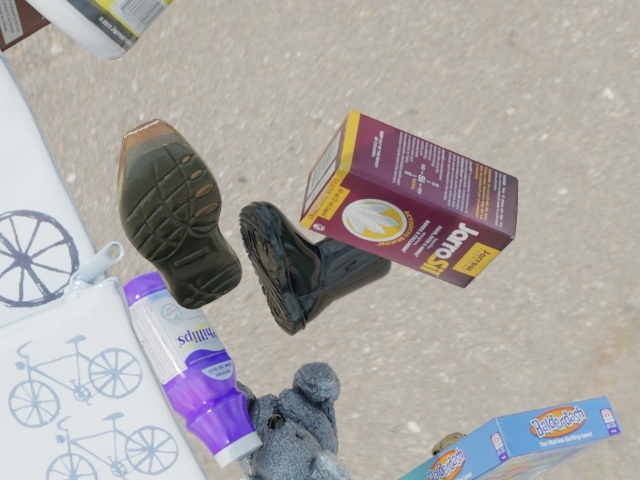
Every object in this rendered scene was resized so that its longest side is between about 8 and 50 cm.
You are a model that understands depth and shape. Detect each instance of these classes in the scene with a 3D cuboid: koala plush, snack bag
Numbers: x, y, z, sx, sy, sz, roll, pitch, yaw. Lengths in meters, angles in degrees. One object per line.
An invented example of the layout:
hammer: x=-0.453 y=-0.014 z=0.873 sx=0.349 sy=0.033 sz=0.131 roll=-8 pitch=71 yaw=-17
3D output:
koala plush: x=-0.044 y=0.309 z=1.602 sx=0.196 sy=0.221 sz=0.203 roll=-13 pitch=103 yaw=-4
snack bag: x=-0.261 y=0.083 z=0.682 sx=0.323 sy=0.037 sz=0.342 roll=-22 pitch=95 yaw=7

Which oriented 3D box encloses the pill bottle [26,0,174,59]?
pill bottle: x=-0.073 y=-0.180 z=0.516 sx=0.103 sy=0.103 sz=0.184 roll=43 pitch=92 yaw=-4

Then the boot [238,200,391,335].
boot: x=0.000 y=0.000 z=1.671 sx=0.207 sy=0.094 sz=0.246 roll=-34 pitch=130 yaw=-22

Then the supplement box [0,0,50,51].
supplement box: x=-0.143 y=-0.227 z=0.716 sx=0.239 sy=0.130 sz=0.073 roll=-35 pitch=78 yaw=-17

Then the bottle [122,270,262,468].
bottle: x=-0.179 y=0.176 z=1.546 sx=0.118 sy=0.092 sz=0.282 roll=-11 pitch=65 yaw=-57

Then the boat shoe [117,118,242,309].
boat shoe: x=-0.187 y=-0.038 z=1.382 sx=0.123 sy=0.324 sz=0.120 roll=-24 pitch=57 yaw=-10

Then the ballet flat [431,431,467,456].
ballet flat: x=0.222 y=0.381 z=1.652 sx=0.067 sy=0.073 sz=0.206 roll=-15 pitch=56 yaw=-21

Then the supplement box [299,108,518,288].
supplement box: x=0.088 y=-0.038 z=1.107 sx=0.188 sy=0.104 sz=0.080 roll=21 pitch=51 yaw=-13

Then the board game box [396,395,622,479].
board game box: x=0.203 y=0.240 z=1.240 sx=0.160 sy=0.210 sz=0.047 roll=-4 pitch=63 yaw=-32
